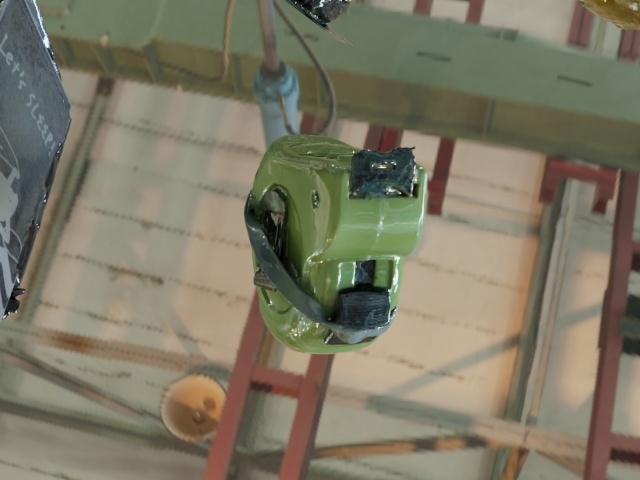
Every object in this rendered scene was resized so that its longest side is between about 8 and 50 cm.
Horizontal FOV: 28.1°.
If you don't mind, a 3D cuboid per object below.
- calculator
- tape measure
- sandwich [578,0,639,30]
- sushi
[{"bbox_3d":[-0.236,-0.077,0.946,0.028,0.165,0.274,-5,-138,9],"label":"calculator"},{"bbox_3d":[0.000,0.000,0.975,0.106,0.200,0.175,-2,-77,-25],"label":"tape measure"},{"bbox_3d":[0.292,-0.266,0.890,0.087,0.251,0.226,37,-120,-18],"label":"sandwich"},{"bbox_3d":[-0.027,-0.156,0.710,0.126,0.120,0.026,37,-80,0],"label":"sushi"}]
